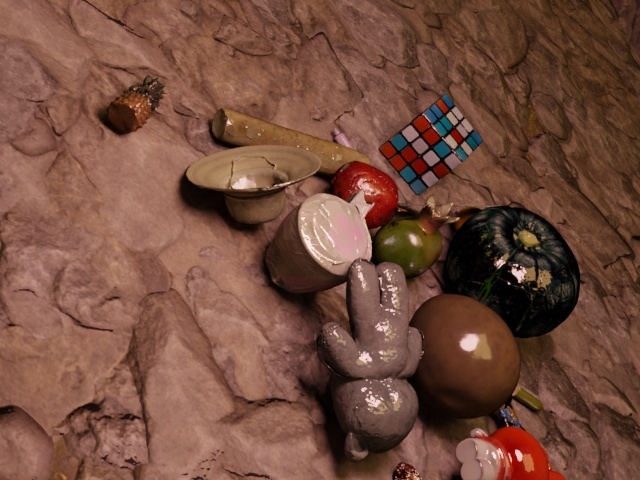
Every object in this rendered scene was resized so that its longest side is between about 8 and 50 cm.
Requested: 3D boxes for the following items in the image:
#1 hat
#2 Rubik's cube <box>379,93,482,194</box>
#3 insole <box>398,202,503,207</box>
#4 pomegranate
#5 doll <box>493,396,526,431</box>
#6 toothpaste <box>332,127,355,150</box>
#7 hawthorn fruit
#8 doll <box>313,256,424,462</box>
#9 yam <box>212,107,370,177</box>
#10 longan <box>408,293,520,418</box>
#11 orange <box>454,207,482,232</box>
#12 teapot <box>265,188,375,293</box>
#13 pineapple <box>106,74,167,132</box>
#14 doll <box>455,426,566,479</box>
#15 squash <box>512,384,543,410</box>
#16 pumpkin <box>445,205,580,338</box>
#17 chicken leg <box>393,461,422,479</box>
[{"bbox_3d":[-0.118,-0.088,1.687,0.252,0.251,0.110,-39,131,-52],"label":"hat"},{"bbox_3d":[0.262,-0.226,2.152,0.151,0.155,0.154,49,39,-3],"label":"Rubik's cube"},{"bbox_3d":[0.266,-0.079,2.048,0.322,0.109,0.007,0,94,-22],"label":"insole"},{"bbox_3d":[0.196,-0.009,1.888,0.131,0.191,0.152,43,35,13],"label":"pomegranate"},{"bbox_3d":[0.367,0.322,1.892,0.195,0.070,0.096,65,24,5],"label":"doll"},{"bbox_3d":[0.076,-0.177,2.031,0.170,0.028,0.045,58,32,6],"label":"toothpaste"},{"bbox_3d":[0.094,-0.085,1.867,0.171,0.148,0.148,11,48,-5],"label":"hawthorn fruit"},{"bbox_3d":[0.085,0.205,1.614,0.245,0.158,0.341,0,78,-46],"label":"doll"},{"bbox_3d":[-0.054,-0.191,1.873,0.371,0.083,0.083,15,50,-35],"label":"yam"},{"bbox_3d":[0.271,0.219,1.763,0.248,0.248,0.248,26,45,-29],"label":"longan"},{"bbox_3d":[0.361,-0.035,2.158,0.095,0.085,0.085,38,40,-27],"label":"orange"},{"bbox_3d":[-0.012,-0.005,1.693,0.163,0.178,0.222,29,49,-25],"label":"teapot"},{"bbox_3d":[-0.327,-0.252,1.663,0.074,0.074,0.159,42,31,-11],"label":"pineapple"},{"bbox_3d":[0.373,0.439,1.757,0.290,0.130,0.161,20,45,-41],"label":"doll"},{"bbox_3d":[0.451,0.346,1.987,0.083,0.027,0.027,36,41,-21],"label":"squash"},{"bbox_3d":[0.416,0.079,2.009,0.315,0.239,0.315,20,34,-14],"label":"pumpkin"},{"bbox_3d":[0.163,0.460,1.604,0.062,0.037,0.145,-8,64,-24],"label":"chicken leg"}]
